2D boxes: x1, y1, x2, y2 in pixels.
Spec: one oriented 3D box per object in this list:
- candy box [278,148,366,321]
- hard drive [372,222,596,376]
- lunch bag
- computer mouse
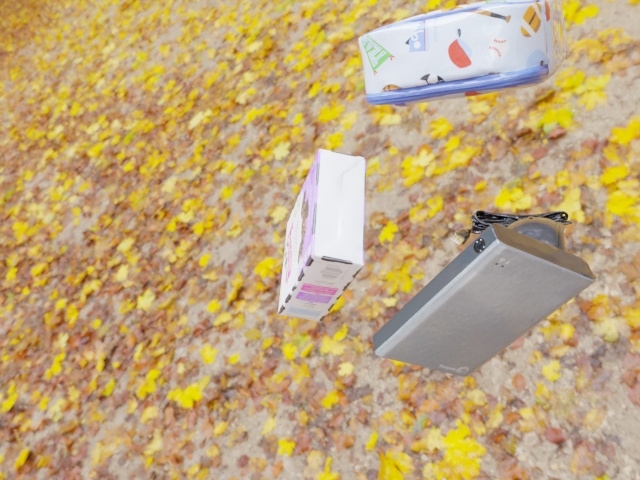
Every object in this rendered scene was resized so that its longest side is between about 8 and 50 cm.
[{"bbox_3d":[0.000,0.000,0.856,0.196,0.070,0.165,119,158,-57],"label":"candy box"},{"bbox_3d":[0.113,0.049,0.442,0.135,0.094,0.022,-50,34,36],"label":"hard drive"},{"bbox_3d":[0.189,-0.251,0.813,0.243,0.115,0.303,-4,16,28],"label":"lunch bag"},{"bbox_3d":[0.287,-0.013,0.945,0.184,0.060,0.262,-3,17,24],"label":"computer mouse"}]
